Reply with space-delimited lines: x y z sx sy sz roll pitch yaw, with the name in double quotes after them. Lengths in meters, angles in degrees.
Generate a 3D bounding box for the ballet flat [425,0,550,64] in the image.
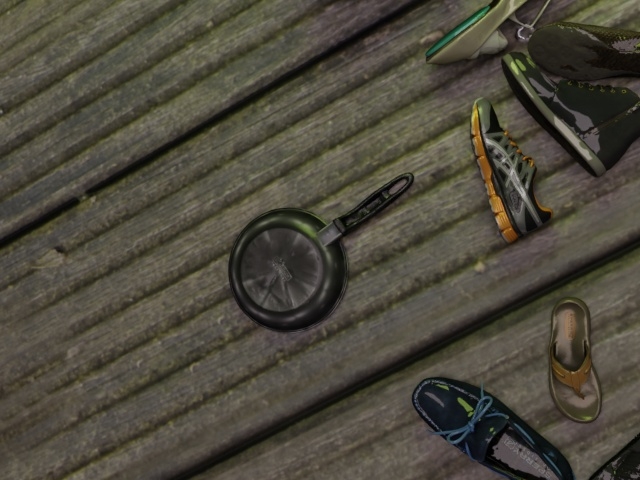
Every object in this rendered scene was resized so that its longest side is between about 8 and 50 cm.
0.267 -0.327 1.432 0.248 0.086 0.086 -43 77 7 "ballet flat"

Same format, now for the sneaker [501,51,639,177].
0.366 -0.208 1.398 0.118 0.083 0.222 -41 86 3 "sneaker"

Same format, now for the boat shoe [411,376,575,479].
0.247 0.270 1.379 0.258 0.089 0.109 26 92 15 "boat shoe"

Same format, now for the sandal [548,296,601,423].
0.358 0.169 1.379 0.072 0.049 0.180 -4 85 14 "sandal"

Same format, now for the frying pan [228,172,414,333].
0.005 0.029 1.488 0.326 0.053 0.197 -15 83 16 "frying pan"

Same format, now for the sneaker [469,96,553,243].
0.271 -0.108 1.412 0.083 0.084 0.214 -18 91 11 "sneaker"

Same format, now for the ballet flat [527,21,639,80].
0.425 -0.274 1.397 0.250 0.058 0.084 8 127 20 "ballet flat"

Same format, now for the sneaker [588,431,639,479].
0.439 0.333 1.347 0.170 0.051 0.089 -45 77 12 "sneaker"
